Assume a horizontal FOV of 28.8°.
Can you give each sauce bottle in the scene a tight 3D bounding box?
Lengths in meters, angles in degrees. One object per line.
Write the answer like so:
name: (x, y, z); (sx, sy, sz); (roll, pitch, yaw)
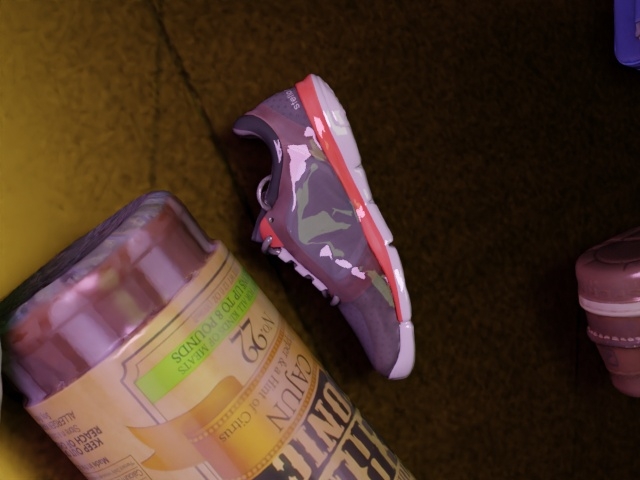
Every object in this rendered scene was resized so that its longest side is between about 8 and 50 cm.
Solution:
sauce bottle: (-0.001, 0.136, 0.556); (0.344, 0.111, 0.111); (50, 62, -13)

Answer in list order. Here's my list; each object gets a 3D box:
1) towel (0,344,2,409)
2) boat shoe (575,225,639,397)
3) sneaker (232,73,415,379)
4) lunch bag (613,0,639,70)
towel: (-0.270, -0.051, 0.355); (0.374, 0.090, 0.321); (-9, 107, -37)
boat shoe: (0.258, 0.020, 0.740); (0.257, 0.095, 0.095); (-19, 103, -24)
sneaker: (0.000, 0.000, 0.624); (0.064, 0.061, 0.158); (-20, 89, -3)
lunch bag: (0.214, -0.144, 0.752); (0.065, 0.067, 0.099); (7, 78, -27)
